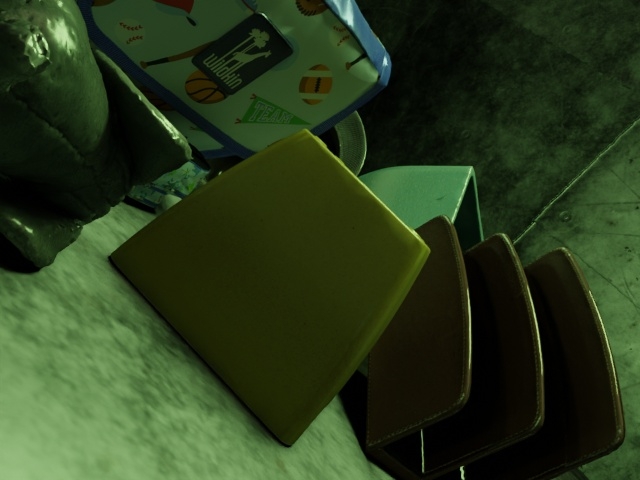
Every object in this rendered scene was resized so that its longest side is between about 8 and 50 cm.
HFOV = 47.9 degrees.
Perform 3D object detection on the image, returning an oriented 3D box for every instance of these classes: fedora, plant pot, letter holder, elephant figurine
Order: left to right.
[{"bbox_3d":[-0.173,-0.069,0.480,0.239,0.170,0.186,61,21,-47],"label":"elephant figurine"},{"bbox_3d":[-0.067,-0.105,1.099,0.124,0.276,0.243,82,-5,-58],"label":"fedora"},{"bbox_3d":[-0.017,0.022,0.656,0.212,0.187,0.212,44,5,9],"label":"plant pot"},{"bbox_3d":[0.131,0.018,1.295,0.252,0.247,0.247,10,-31,25],"label":"plant pot"},{"bbox_3d":[0.180,0.104,0.790,0.152,0.214,0.301,42,31,-24],"label":"letter holder"}]

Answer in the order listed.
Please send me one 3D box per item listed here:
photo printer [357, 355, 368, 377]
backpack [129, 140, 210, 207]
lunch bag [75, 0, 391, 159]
[{"bbox_3d":[0.062,0.104,1.028,0.307,0.107,0.256,42,6,-22],"label":"photo printer"},{"bbox_3d":[-0.187,-0.089,0.787,0.105,0.084,0.114,44,9,27],"label":"backpack"},{"bbox_3d":[-0.154,-0.249,0.817,0.386,0.238,0.328,0,-25,35],"label":"lunch bag"}]
